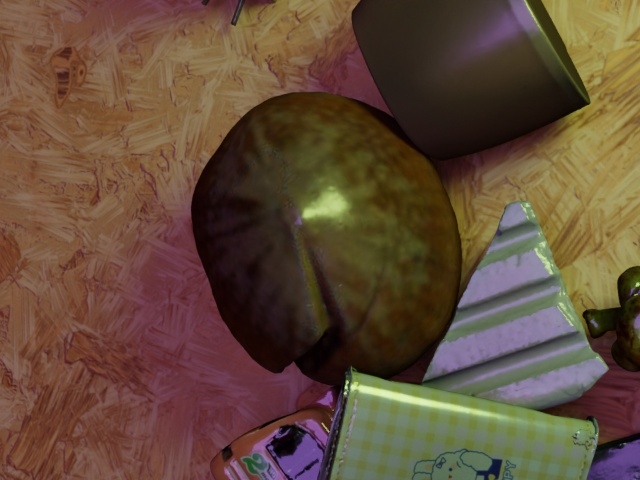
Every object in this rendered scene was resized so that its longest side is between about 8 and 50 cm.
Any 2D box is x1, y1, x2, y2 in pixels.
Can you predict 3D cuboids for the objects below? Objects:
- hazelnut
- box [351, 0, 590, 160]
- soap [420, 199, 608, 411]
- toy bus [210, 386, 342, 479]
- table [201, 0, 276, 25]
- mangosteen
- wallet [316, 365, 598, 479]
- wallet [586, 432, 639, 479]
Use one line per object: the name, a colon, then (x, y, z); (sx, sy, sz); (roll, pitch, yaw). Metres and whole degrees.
hazelnut: (0.000, 0.000, 1.139); (0.359, 0.359, 0.409); (-28, 69, 17)
box: (0.193, -0.254, 1.111); (0.216, 0.301, 0.300); (-31, 76, 23)
soap: (0.199, 0.117, 1.135); (0.302, 0.159, 0.257); (-23, 82, 16)
toy bus: (0.053, 0.415, 1.151); (0.233, 0.203, 0.427); (-41, 74, 9)
table: (-0.167, -0.417, 1.271); (0.122, 0.240, 0.111); (39, 100, 20)
mangosteen: (0.444, 0.102, 1.025); (0.250, 0.211, 0.211); (5, 88, 32)
wallet: (0.157, 0.286, 1.016); (0.310, 0.077, 0.223); (13, 93, -3)
wallet: (0.343, 0.361, 1.133); (0.285, 0.030, 0.146); (-21, 82, 17)
